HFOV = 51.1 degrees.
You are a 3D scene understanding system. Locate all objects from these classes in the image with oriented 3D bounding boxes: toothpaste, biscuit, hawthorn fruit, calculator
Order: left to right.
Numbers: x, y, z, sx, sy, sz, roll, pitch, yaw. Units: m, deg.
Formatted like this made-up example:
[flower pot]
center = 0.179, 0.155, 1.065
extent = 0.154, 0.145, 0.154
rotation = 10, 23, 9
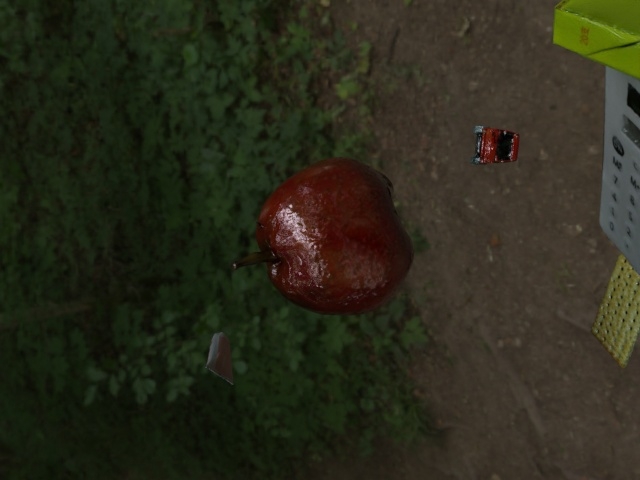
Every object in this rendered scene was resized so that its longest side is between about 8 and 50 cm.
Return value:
[toothpaste]
center = -0.212, 0.247, 1.419
extent = 0.043, 0.067, 0.194
rotation = -51, 14, 5
[hawthorn fruit]
center = 0.000, 0.000, 0.936
extent = 0.210, 0.266, 0.230
rotation = -9, 91, 55
[biscuit]
center = 0.647, 0.144, 1.429
extent = 0.139, 0.016, 0.231
rotation = -110, 21, -57
[calculator]
center = 0.319, -0.053, 0.647
extent = 0.261, 0.021, 0.161
rotation = 66, -176, -45

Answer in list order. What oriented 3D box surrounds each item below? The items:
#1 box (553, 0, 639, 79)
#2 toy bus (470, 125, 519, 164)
[box]
center = 0.371, -0.153, 0.500
extent = 0.335, 0.187, 0.047
rotation = 38, 161, 33
[toy bus]
center = 0.373, -0.203, 1.442
extent = 0.195, 0.089, 0.081
rotation = -35, -51, -78
